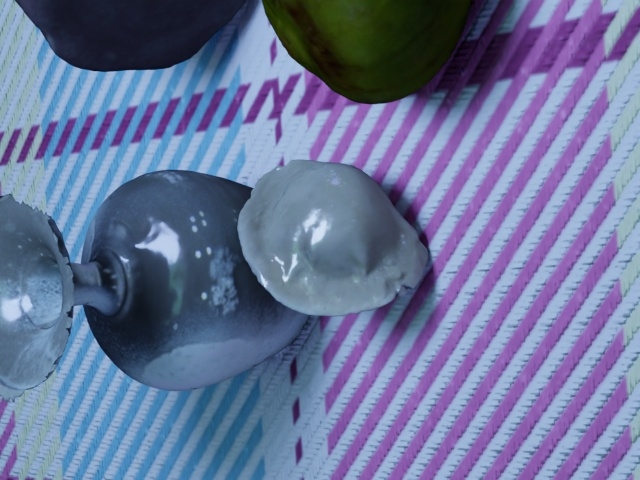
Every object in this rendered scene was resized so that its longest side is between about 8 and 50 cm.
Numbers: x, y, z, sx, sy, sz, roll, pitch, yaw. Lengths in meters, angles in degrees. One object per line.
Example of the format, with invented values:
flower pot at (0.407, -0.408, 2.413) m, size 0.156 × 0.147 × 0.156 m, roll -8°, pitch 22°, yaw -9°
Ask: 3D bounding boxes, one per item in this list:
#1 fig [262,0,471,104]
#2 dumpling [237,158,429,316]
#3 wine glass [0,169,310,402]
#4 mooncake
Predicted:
fig at (0.057, -0.243, 1.662) m, size 0.225 × 0.203 × 0.203 m, roll -43°, pitch 52°, yaw -2°
dumpling at (-0.001, 0.001, 1.749) m, size 0.181 × 0.155 × 0.111 m, roll 7°, pitch 136°, yaw 44°
wine glass at (-0.178, 0.043, 1.823) m, size 0.238 × 0.323 × 0.238 m, roll 0°, pitch 90°, yaw 48°
mooncake at (-0.187, -0.324, 1.852) m, size 0.154 × 0.306 × 0.306 m, roll 52°, pitch 128°, yaw 41°
